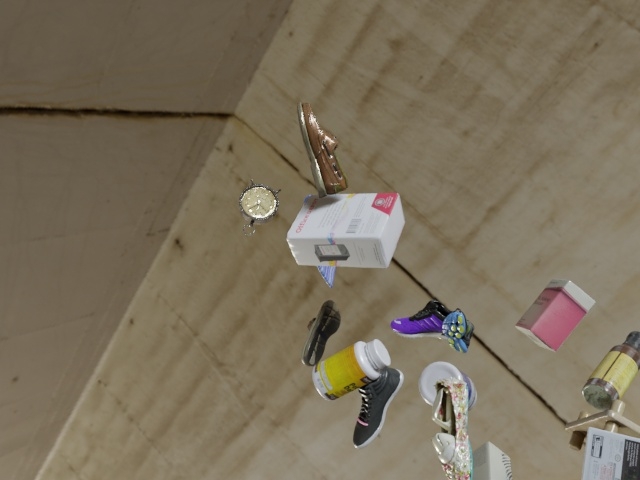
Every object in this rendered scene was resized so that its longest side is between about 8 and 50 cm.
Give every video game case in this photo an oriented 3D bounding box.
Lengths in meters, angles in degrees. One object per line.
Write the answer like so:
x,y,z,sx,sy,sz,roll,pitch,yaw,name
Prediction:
0.673,0.530,1.291,0.022,0.173,0.190,48,-126,-62,video game case

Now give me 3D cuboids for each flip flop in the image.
-0.010,0.317,2.030,0.080,0.112,0.277,-7,40,37,flip flop

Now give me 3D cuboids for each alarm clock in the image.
-0.211,-0.101,1.927,0.064,0.129,0.192,115,174,-65,alarm clock

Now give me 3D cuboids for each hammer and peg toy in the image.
0.943,0.632,1.729,0.127,0.361,0.266,-56,-7,-27,hammer and peg toy

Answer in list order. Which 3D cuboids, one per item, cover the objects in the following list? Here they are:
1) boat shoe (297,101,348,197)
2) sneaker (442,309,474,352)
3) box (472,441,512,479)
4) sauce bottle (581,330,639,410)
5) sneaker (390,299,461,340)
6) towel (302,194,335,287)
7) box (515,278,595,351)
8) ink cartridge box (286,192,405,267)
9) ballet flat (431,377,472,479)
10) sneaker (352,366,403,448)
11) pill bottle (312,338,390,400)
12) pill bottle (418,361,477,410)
0.006,-0.289,1.816,0.105,0.307,0.111,-16,-1,1,boat shoe
0.391,0.246,1.645,0.078,0.067,0.188,-59,-34,-26,sneaker
0.482,0.720,1.671,0.113,0.094,0.275,-48,6,27,box
0.984,0.418,1.920,0.344,0.111,0.111,-32,-18,-33,sauce bottle
0.411,0.294,2.241,0.102,0.294,0.146,-39,-55,-62,sneaker
0.000,0.000,2.443,0.040,0.336,0.243,-14,36,22,towel
0.840,0.266,2.102,0.232,0.127,0.148,-51,1,-3,box
0.083,-0.034,1.809,0.226,0.306,0.131,-62,-38,-42,ink cartridge box
0.271,0.402,1.239,0.091,0.077,0.240,125,160,-46,ballet flat
0.155,0.543,1.958,0.147,0.105,0.295,36,-102,-35,sneaker
0.090,0.369,1.687,0.215,0.117,0.117,-32,-8,19,pill bottle
0.452,0.521,2.032,0.153,0.153,0.265,-46,-36,3,pill bottle
